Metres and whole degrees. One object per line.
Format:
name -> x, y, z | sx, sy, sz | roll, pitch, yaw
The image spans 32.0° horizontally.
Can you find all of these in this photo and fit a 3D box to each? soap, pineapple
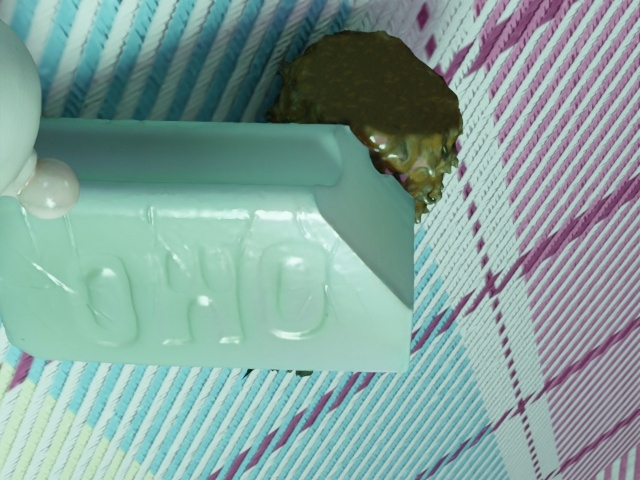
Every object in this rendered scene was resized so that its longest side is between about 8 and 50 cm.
soap -> -0.078, 0.007, 0.779 | 0.289, 0.095, 0.173 | 2, 134, 2
pineapple -> 0.003, 0.002, 0.942 | 0.165, 0.165, 0.364 | -15, 144, -32

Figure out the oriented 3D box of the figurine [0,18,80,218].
figurine -> -0.240, -0.035, 0.627 | 0.144, 0.181, 0.257 | -65, 159, -84
